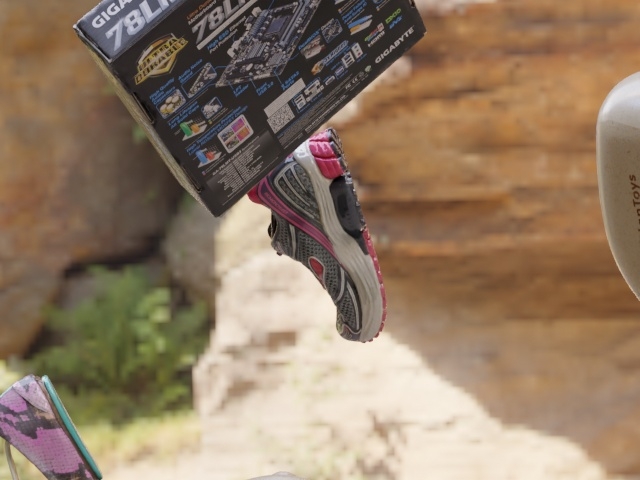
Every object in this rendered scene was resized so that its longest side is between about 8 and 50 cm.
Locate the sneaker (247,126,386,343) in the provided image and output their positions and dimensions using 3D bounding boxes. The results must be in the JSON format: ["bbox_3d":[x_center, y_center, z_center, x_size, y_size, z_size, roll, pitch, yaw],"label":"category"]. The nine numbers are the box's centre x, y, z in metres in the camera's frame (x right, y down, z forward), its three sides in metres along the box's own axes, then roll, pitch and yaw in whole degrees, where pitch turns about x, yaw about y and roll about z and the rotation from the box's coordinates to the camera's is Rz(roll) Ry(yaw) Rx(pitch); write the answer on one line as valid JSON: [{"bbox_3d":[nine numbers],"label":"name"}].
[{"bbox_3d":[0.000,0.000,2.214,0.112,0.299,0.121,-17,42,2],"label":"sneaker"}]

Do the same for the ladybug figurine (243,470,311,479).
[{"bbox_3d":[-0.063,0.460,2.097,0.305,0.449,0.162,2,-30,19],"label":"ladybug figurine"}]

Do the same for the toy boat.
[{"bbox_3d":[0.399,-0.030,1.859,0.148,0.267,0.318,-20,20,-31],"label":"toy boat"}]

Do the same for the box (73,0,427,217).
[{"bbox_3d":[-0.056,-0.200,1.900,0.073,0.295,0.293,44,-7,33],"label":"box"}]

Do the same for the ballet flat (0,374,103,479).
[{"bbox_3d":[-0.192,0.209,1.583,0.079,0.221,0.077,-35,14,-3],"label":"ballet flat"}]
